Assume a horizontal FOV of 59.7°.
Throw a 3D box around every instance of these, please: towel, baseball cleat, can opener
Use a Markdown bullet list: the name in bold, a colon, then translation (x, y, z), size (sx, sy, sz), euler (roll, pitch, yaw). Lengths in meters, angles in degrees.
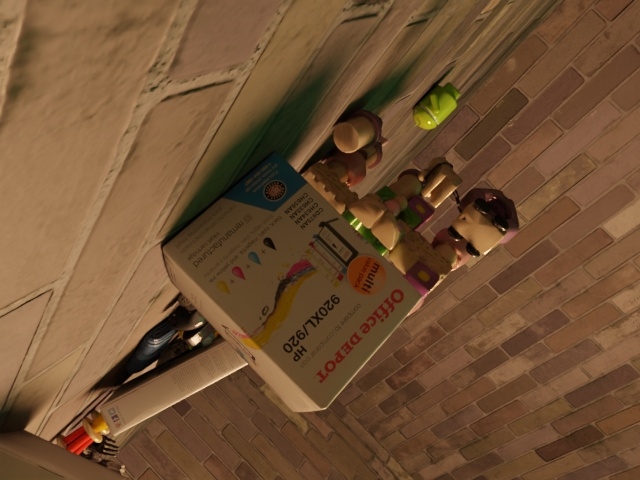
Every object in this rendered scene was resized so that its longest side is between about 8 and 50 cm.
- **towel**: translation (-0.277, 0.176, 0.920), size (0.119, 0.029, 0.067), euler (-48, 174, 39)
- **baseball cleat**: translation (-0.266, 0.202, 1.153), size (0.206, 0.072, 0.109), euler (-45, 161, -27)
- **can opener**: translation (-0.165, 0.076, 0.878), size (0.186, 0.059, 0.073), euler (-53, 154, -29)

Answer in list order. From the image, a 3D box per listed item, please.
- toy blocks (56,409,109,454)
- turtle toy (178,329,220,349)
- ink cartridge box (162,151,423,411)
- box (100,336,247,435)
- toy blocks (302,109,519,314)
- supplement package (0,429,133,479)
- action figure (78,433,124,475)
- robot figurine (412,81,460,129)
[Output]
- **toy blocks**: translation (-0.423, 0.347, 1.006), size (0.148, 0.054, 0.123), euler (-35, -179, -13)
- **turtle toy**: translation (-0.191, 0.129, 0.956), size (0.130, 0.066, 0.095), euler (-65, -175, -9)
- **ink cartridge box**: translation (-0.038, 0.057, 0.652), size (0.171, 0.233, 0.168), euler (-44, 176, -20)
- **box**: translation (-0.216, 0.222, 1.008), size (0.322, 0.058, 0.232), euler (-26, 180, -13)
- **toy blocks**: translation (0.133, -0.061, 0.879), size (0.260, 0.288, 0.309), euler (-35, 167, -47)
- **supplement package**: translation (-0.354, 0.385, 0.611), size (0.293, 0.177, 0.175), euler (-64, -177, -20)
- **action figure**: translation (-0.522, 0.523, 1.208), size (0.275, 0.141, 0.164), euler (-51, -175, 44)
- **robot figurine**: translation (0.252, -0.293, 1.227), size (0.115, 0.067, 0.101), euler (-45, -176, 5)
